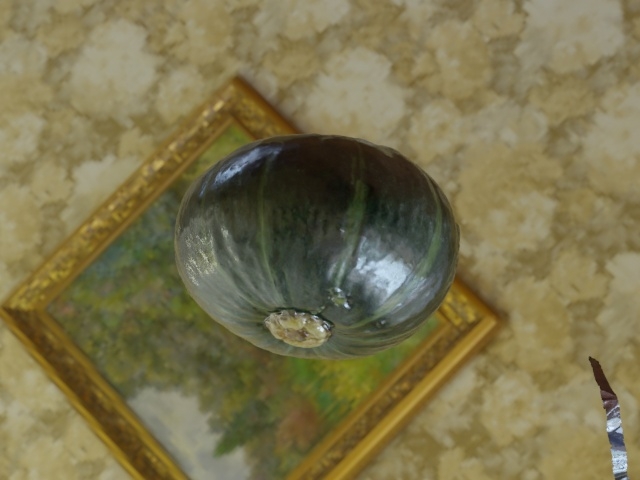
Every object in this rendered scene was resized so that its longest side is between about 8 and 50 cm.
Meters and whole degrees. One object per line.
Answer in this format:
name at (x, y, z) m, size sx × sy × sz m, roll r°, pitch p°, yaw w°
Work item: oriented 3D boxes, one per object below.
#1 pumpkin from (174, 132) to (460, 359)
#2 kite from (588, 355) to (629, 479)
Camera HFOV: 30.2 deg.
pumpkin at (0.000, 0.003, 0.697) m, size 0.167 × 0.125 × 0.167 m, roll 13°, pitch 141°, yaw 11°
kite at (0.186, 0.159, 0.625) m, size 0.016 × 0.127 × 0.229 m, roll -170°, pitch 64°, yaw -70°
